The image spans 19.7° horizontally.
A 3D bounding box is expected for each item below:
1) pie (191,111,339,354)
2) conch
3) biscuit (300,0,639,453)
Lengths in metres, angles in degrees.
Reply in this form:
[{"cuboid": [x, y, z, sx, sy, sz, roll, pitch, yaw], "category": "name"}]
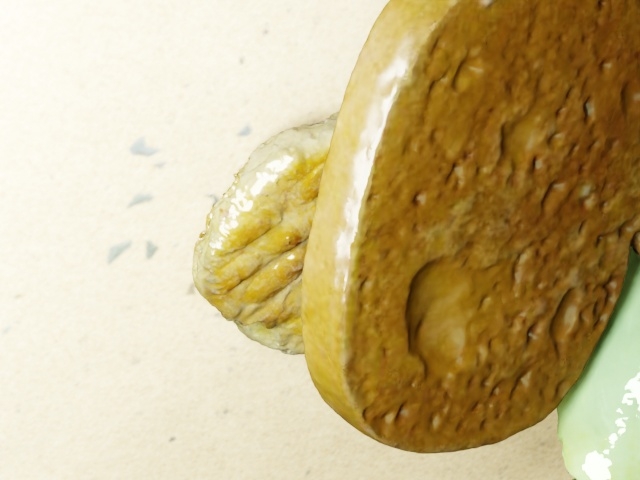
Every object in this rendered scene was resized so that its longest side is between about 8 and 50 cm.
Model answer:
[{"cuboid": [0.000, 0.000, 1.251, 0.195, 0.046, 0.195, -16, 131, -19], "category": "pie"}, {"cuboid": [0.245, 0.088, 1.372, 0.250, 0.143, 0.137, -52, 177, -9], "category": "conch"}, {"cuboid": [0.127, -0.031, 1.244, 0.314, 0.063, 0.367, -4, 114, -39], "category": "biscuit"}]
